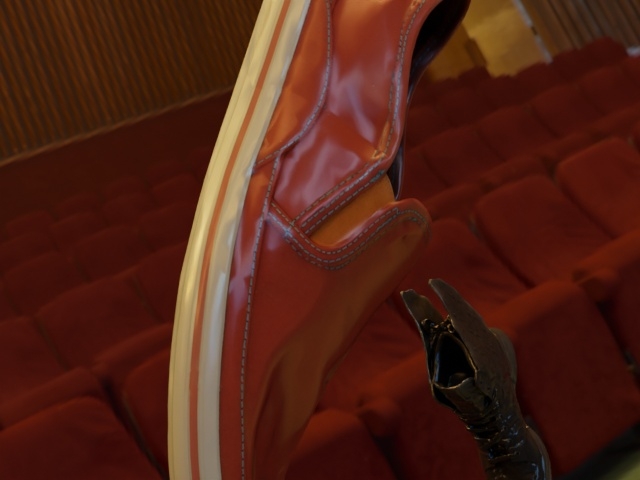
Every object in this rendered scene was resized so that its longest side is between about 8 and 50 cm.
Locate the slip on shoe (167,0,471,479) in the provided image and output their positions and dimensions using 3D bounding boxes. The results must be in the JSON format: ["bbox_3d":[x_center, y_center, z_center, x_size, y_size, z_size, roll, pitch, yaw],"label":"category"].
[{"bbox_3d":[0.000,0.000,0.494,0.101,0.331,0.123,13,-16,6],"label":"slip on shoe"}]

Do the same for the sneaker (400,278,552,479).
[{"bbox_3d":[0.111,0.114,0.756,0.051,0.170,0.089,-24,-23,32],"label":"sneaker"}]
